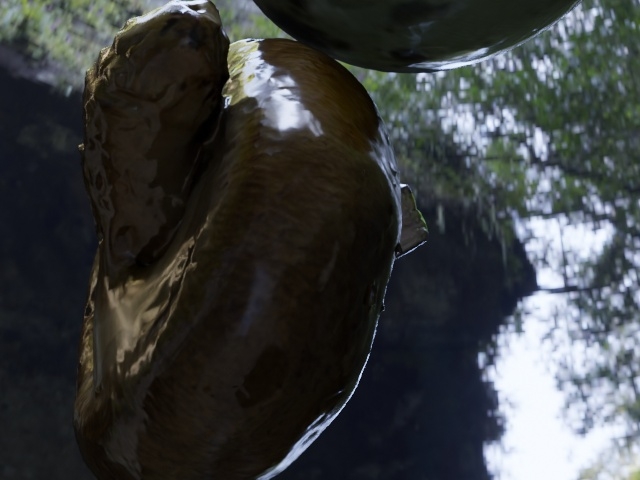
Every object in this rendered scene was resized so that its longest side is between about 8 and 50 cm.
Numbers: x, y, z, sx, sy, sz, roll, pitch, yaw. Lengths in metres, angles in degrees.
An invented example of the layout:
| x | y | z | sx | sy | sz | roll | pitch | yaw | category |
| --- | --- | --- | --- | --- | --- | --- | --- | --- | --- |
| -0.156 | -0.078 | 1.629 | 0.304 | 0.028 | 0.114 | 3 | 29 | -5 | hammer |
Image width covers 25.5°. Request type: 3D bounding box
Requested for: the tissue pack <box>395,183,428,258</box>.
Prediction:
| x | y | z | sx | sy | sz | roll | pitch | yaw | category |
| --- | --- | --- | --- | --- | --- | --- | --- | --- | --- |
| 0.000 | 0.000 | 1.448 | 0.173 | 0.235 | 0.073 | -26 | -82 | -7 | tissue pack |

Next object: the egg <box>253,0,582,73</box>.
| x | y | z | sx | sy | sz | roll | pitch | yaw | category |
| --- | --- | --- | --- | --- | --- | --- | --- | --- | --- |
| 0.094 | -0.317 | 1.118 | 0.345 | 0.345 | 0.428 | 30 | -33 | -17 | egg |

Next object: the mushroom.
| x | y | z | sx | sy | sz | roll | pitch | yaw | category |
| --- | --- | --- | --- | --- | --- | --- | --- | --- | --- |
| -0.064 | 0.019 | 0.966 | 0.239 | 0.345 | 0.345 | 26 | -54 | 8 | mushroom |
